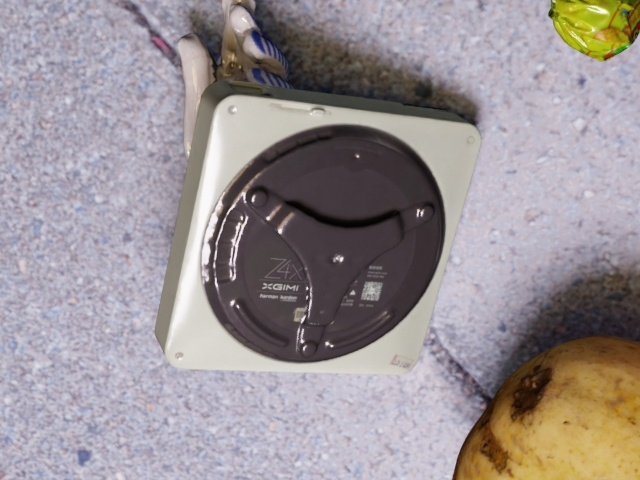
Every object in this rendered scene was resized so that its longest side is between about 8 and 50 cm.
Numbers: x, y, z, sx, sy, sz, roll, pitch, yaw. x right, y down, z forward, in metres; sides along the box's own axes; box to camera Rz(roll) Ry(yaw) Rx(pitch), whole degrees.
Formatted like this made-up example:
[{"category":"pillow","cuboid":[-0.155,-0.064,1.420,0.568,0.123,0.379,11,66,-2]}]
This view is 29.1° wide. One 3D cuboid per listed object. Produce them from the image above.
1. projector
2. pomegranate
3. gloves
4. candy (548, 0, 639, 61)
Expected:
[{"category":"projector","cuboid":[0.000,0.000,1.110,0.257,0.079,0.259,4,112,-24]},{"category":"pomegranate","cuboid":[0.253,0.217,1.087,0.281,0.281,0.281,3,108,8]},{"category":"gloves","cuboid":[-0.074,-0.113,1.133,0.119,0.097,0.229,4,113,3]},{"category":"candy","cuboid":[0.167,-0.251,1.071,0.262,0.077,0.073,38,107,5]}]
